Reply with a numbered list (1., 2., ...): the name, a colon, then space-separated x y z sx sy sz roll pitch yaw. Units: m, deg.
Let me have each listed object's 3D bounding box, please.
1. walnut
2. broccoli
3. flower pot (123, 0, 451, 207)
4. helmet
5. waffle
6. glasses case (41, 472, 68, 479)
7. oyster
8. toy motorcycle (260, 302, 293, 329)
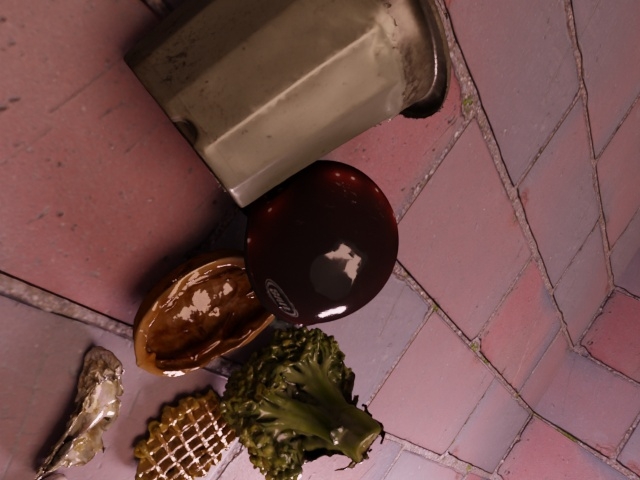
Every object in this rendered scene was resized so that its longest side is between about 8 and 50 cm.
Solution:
1. walnut: -0.160 0.081 0.684 0.211 0.087 0.167 -29 135 -20
2. broccoli: -0.048 0.245 0.794 0.180 0.273 0.242 42 68 -20
3. flower pot: -0.043 -0.184 0.541 0.259 0.290 0.290 -39 137 -4
4. helmet: 0.000 0.000 0.640 0.189 0.193 0.216 56 49 -24
5. waffle: -0.211 0.322 0.815 0.191 0.038 0.191 -24 130 -33
6. glasses case: -0.375 0.338 0.672 0.083 0.021 0.032 -26 127 -32
7. oyster: -0.306 0.229 0.668 0.200 0.061 0.106 -53 157 -3
8. toy motorcycle: 0.006 0.019 0.800 0.270 0.106 0.159 -39 134 -16
